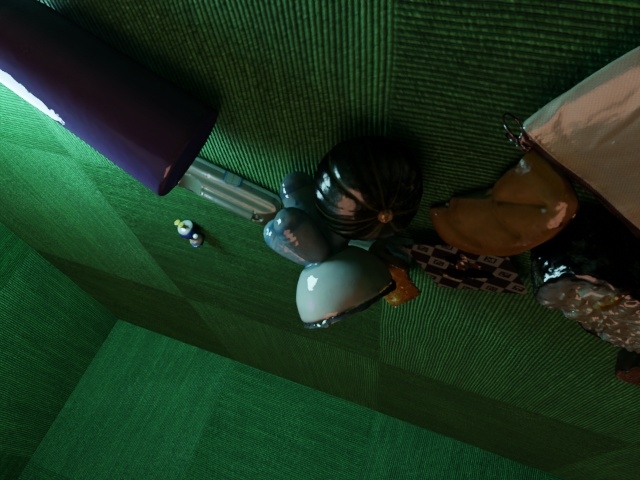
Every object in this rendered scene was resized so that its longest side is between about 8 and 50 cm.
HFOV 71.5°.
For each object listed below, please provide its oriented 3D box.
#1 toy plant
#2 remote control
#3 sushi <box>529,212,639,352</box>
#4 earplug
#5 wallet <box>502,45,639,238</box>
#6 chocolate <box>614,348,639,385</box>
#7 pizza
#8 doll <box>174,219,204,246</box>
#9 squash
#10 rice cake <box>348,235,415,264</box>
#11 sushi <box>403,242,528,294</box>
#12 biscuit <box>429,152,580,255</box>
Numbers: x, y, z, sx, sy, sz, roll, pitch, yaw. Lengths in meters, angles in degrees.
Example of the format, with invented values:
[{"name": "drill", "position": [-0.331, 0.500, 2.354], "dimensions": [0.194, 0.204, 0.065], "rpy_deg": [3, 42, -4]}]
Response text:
[{"name": "toy plant", "position": [0.000, 0.000, 0.995], "dimensions": [0.247, 0.247, 0.333], "rpy_deg": [-26, 90, 54]}, {"name": "remote control", "position": [-0.265, -0.134, 1.153], "dimensions": [0.334, 0.066, 0.128], "rpy_deg": [25, 153, -3]}, {"name": "sushi", "position": [0.551, 0.078, 0.812], "dimensions": [0.349, 0.171, 0.211], "rpy_deg": [25, 153, -6]}, {"name": "earplug", "position": [-0.448, -0.300, 0.885], "dimensions": [0.455, 0.215, 0.215], "rpy_deg": [34, 150, -11]}, {"name": "wallet", "position": [0.456, -0.136, 0.598], "dimensions": [0.335, 0.068, 0.274], "rpy_deg": [31, 142, -16]}, {"name": "chocolate", "position": [0.838, 0.307, 1.066], "dimensions": [0.213, 0.093, 0.148], "rpy_deg": [19, 150, 6]}, {"name": "pizza", "position": [0.180, 0.090, 1.133], "dimensions": [0.134, 0.056, 0.271], "rpy_deg": [3, 141, 36]}, {"name": "doll", "position": [-0.428, -0.021, 1.472], "dimensions": [0.098, 0.058, 0.143], "rpy_deg": [31, 164, 31]}, {"name": "squash", "position": [0.089, -0.096, 0.841], "dimensions": [0.218, 0.218, 0.172], "rpy_deg": [49, -179, -38]}, {"name": "rice cake", "position": [0.134, 0.019, 1.147], "dimensions": [0.210, 0.038, 0.124], "rpy_deg": [15, 150, 14]}, {"name": "sushi", "position": [0.345, 0.048, 1.040], "dimensions": [0.231, 0.047, 0.219], "rpy_deg": [1, 149, 42]}, {"name": "biscuit", "position": [0.330, -0.043, 0.830], "dimensions": [0.154, 0.045, 0.299], "rpy_deg": [64, 148, 5]}]
